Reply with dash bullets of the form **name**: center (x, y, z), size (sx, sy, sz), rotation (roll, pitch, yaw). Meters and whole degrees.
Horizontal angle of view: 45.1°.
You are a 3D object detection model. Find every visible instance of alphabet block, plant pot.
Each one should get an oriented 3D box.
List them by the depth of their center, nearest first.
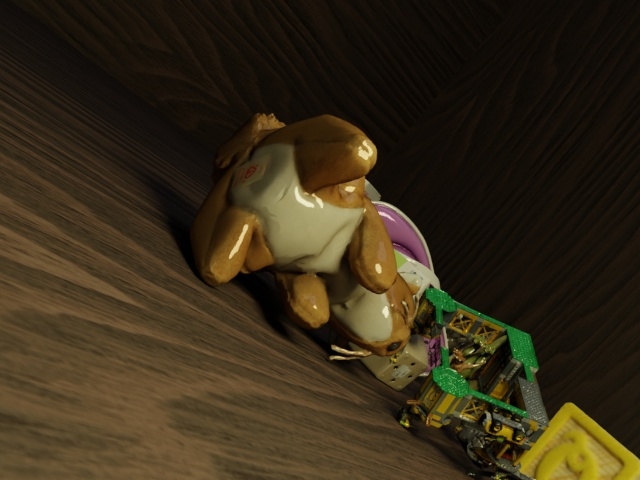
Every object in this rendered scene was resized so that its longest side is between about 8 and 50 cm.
- **alphabet block**: center (0.443, 0.414, 1.231), size (0.197, 0.192, 0.193), rotation (38, 2, -26)
- **plant pot**: center (0.129, 0.201, 1.374), size (0.109, 0.109, 0.096), rotation (37, 18, -41)

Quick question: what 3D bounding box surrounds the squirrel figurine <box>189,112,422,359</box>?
- **squirrel figurine**: center (0.000, 0.000, 1.195), size (0.370, 0.281, 0.397), rotation (46, 2, -34)

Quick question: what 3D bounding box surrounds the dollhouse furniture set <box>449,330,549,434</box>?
- **dollhouse furniture set**: center (0.403, 0.406, 1.963), size (0.356, 0.174, 0.303), rotation (-13, 84, -52)

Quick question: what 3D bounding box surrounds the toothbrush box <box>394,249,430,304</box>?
- **toothbrush box**: center (0.067, 0.074, 1.544), size (0.283, 0.122, 0.206), rotation (43, -24, 24)

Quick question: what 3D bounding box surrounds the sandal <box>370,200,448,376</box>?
- **sandal**: center (0.184, 0.103, 1.663), size (0.102, 0.169, 0.416), rotation (-122, -173, -81)

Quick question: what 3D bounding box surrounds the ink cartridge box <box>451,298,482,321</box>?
- **ink cartridge box**: center (0.286, 0.191, 2.090), size (0.224, 0.045, 0.223), rotation (26, -23, -16)

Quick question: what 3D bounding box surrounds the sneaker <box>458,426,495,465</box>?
- **sneaker**: center (0.295, 0.367, 1.362), size (0.065, 0.061, 0.158), rotation (46, 3, -4)

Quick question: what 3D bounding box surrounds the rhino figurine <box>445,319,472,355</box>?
- **rhino figurine**: center (0.370, 0.282, 2.127), size (0.243, 0.106, 0.073), rotation (49, 28, -64)

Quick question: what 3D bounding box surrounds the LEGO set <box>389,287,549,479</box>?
- **LEGO set**: center (0.220, 0.253, 1.244), size (0.255, 0.192, 0.331), rotation (20, 28, -15)

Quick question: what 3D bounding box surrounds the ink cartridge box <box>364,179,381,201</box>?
- **ink cartridge box**: center (0.007, -0.053, 1.879), size (0.115, 0.273, 0.198), rotation (41, 3, 15)

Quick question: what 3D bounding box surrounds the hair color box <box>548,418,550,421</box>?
- **hair color box**: center (0.625, 0.556, 2.161), size (0.347, 0.105, 0.174), rotation (42, 2, 27)
